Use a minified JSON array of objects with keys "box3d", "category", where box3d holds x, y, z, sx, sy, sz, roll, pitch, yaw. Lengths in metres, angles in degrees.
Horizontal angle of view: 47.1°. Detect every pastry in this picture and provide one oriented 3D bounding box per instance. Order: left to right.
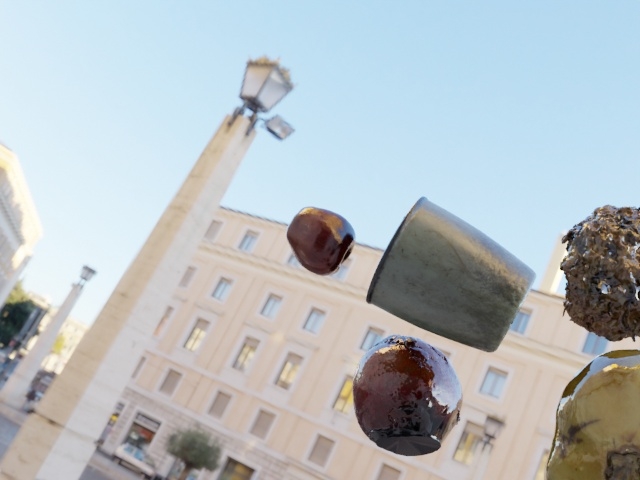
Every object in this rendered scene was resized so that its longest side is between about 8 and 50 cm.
[{"box3d":[0.567,0.061,1.419,0.275,0.275,0.193,29,-12,-4],"category":"pastry"}]

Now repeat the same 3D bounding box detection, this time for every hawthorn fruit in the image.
[{"box3d":[0.217,0.402,1.891,0.316,0.316,0.316,24,-19,9],"category":"hawthorn fruit"}]

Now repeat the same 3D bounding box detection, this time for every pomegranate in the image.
[{"box3d":[0.490,0.314,1.056,0.332,0.332,0.332,24,-19,9],"category":"pomegranate"}]

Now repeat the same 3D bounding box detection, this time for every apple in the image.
[{"box3d":[-0.003,-0.004,1.751,0.158,0.156,0.147,33,-14,9],"category":"apple"}]

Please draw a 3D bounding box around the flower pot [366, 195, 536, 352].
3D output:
[{"box3d":[0.313,0.099,1.743,0.330,0.293,0.293,30,-18,13],"category":"flower pot"}]
